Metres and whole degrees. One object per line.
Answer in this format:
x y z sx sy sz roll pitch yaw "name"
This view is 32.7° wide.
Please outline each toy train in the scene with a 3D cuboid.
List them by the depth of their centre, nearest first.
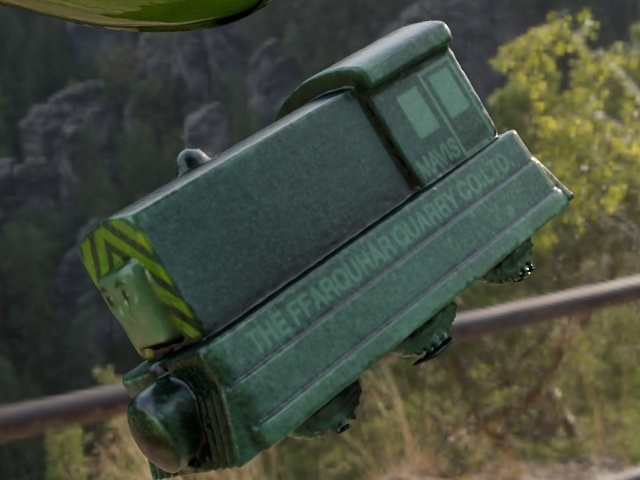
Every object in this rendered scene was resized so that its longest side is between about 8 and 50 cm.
0.000 0.000 0.661 0.330 0.178 0.138 -34 6 -35 "toy train"

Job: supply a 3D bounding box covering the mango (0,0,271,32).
-0.113 -0.164 0.511 0.233 0.125 0.111 5 -18 -13 "mango"
